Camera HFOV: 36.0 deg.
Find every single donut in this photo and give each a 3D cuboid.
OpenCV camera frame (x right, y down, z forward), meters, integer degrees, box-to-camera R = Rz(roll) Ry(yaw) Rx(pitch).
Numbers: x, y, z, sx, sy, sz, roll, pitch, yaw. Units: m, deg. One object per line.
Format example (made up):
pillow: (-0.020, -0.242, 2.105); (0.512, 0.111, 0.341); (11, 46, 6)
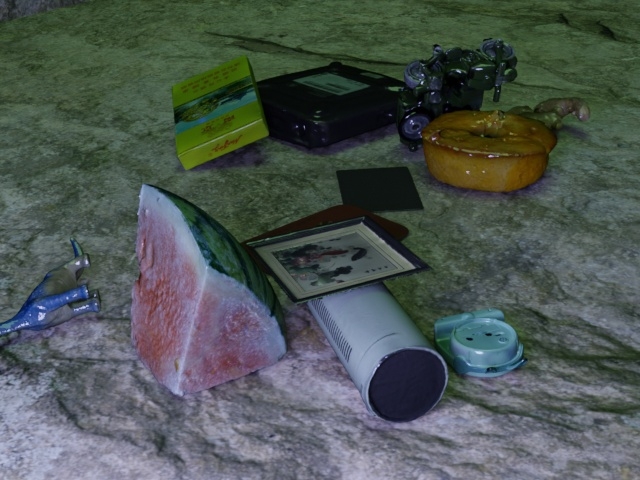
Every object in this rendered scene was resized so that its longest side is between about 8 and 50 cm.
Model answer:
donut: (0.309, -0.174, 1.828); (0.253, 0.118, 0.253); (-4, 23, 2)

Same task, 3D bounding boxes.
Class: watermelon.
watermelon: (-0.174, 0.072, 1.282); (0.201, 0.262, 0.213); (-41, 40, -11)

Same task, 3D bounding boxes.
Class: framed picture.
framed picture: (0.020, 0.023, 1.307); (0.195, 0.010, 0.199); (-14, 27, -19)

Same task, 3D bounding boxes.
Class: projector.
projector: (0.052, 0.102, 1.273); (0.108, 0.108, 0.337); (-9, 26, -14)

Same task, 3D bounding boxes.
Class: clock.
clock: (0.211, 0.137, 1.257); (0.101, 0.041, 0.135); (-10, 26, -15)

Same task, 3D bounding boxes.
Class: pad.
pad: (0.105, -0.095, 1.809); (0.143, 0.003, 0.211); (-4, 25, -1)
pad: (0.000, 0.000, 1.612); (0.267, 0.004, 0.181); (-23, 32, -35)

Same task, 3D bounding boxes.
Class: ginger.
ginger: (0.422, -0.249, 2.049); (0.258, 0.065, 0.149); (-14, 15, -1)

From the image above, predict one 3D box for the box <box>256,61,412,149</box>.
box: (0.018, -0.307, 2.167); (0.350, 0.091, 0.359); (-22, 32, -34)

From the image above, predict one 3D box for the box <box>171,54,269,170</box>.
box: (-0.216, -0.274, 2.058); (0.187, 0.047, 0.335); (-22, 34, 4)

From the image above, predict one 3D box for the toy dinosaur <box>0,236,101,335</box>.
toy dinosaur: (-0.414, 0.083, 1.413); (0.188, 0.075, 0.248); (-14, 32, -6)

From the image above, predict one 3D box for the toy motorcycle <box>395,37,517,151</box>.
toy motorcycle: (0.267, -0.289, 1.963); (0.275, 0.205, 0.127); (-17, 49, -15)
